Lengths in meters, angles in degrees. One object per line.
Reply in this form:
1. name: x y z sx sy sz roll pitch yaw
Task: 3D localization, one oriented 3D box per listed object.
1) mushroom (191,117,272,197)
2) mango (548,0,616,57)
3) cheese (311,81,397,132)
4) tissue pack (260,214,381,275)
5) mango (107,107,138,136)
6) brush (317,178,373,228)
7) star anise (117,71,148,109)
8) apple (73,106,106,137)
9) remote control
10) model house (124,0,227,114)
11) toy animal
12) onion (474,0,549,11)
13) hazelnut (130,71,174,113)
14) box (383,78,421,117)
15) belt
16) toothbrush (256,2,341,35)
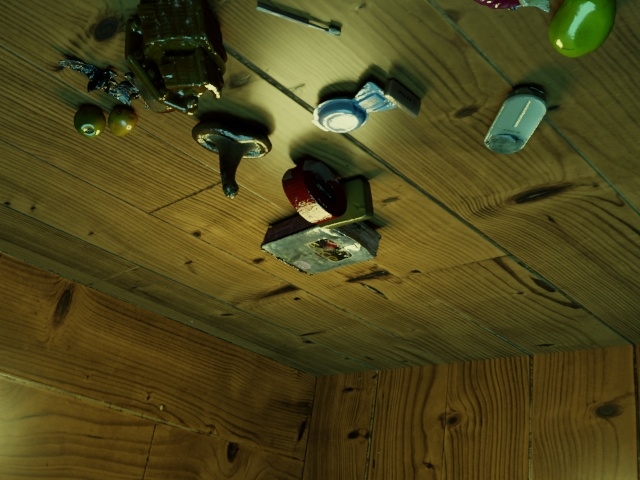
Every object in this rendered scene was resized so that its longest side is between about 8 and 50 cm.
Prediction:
1. mushroom: -0.258 -0.222 1.930 0.227 0.217 0.148 10 156 -2
2. mango: 0.520 -0.429 1.376 0.117 0.089 0.163 12 154 -7
3. cheese: 0.078 -0.331 1.783 0.135 0.052 0.245 26 149 -37
4. tissue pack: 0.000 0.000 2.438 0.259 0.122 0.361 31 150 -33
5. mango: -0.563 -0.334 1.984 0.080 0.060 0.114 19 157 -15
6. brush: 0.074 -0.111 2.165 0.197 0.123 0.059 -14 166 41
7. star anise: -0.460 -0.399 1.831 0.141 0.042 0.141 7 155 3
8. apple: -0.656 -0.338 1.993 0.090 0.074 0.089 -5 140 -4
9. remote control: 0.479 -0.293 1.726 0.104 0.052 0.247 11 156 -1
10. model house: -0.313 -0.426 1.561 0.220 0.199 0.229 9 162 -30
11. toy animal: -0.578 -0.416 1.833 0.220 0.062 0.108 30 166 -39
12. onion: 0.326 -0.506 1.195 0.201 0.200 0.207 34 175 -42
13. hazelnut: -0.384 -0.390 1.718 0.143 0.143 0.154 -6 128 30
14. box: 0.202 -0.347 1.710 0.115 0.048 0.025 29 155 -36
15. belt: -0.024 -0.142 2.097 0.124 0.128 0.201 -18 119 45
16. toothbrush: -0.046 -0.485 1.539 0.194 0.014 0.017 14 155 -11
